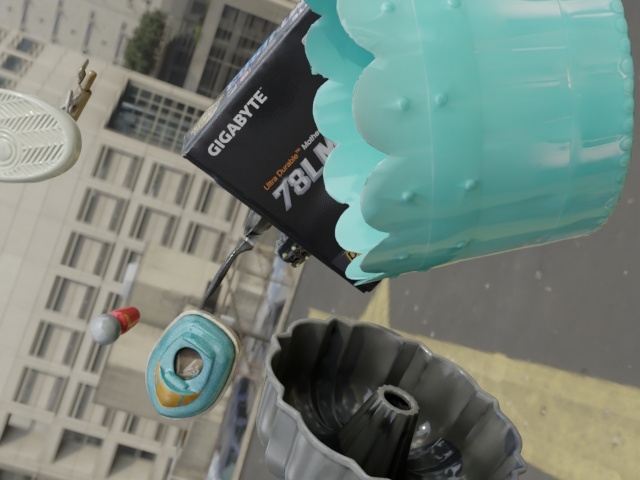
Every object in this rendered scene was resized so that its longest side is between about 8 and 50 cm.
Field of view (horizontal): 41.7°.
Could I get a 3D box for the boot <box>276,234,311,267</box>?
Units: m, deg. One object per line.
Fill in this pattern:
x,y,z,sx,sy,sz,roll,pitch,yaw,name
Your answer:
0.001,0.001,1.693,0.178,0.085,0.236,-42,25,12,boot

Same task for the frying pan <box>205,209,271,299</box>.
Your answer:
-0.120,-0.037,1.660,0.197,0.053,0.326,-38,28,62,frying pan

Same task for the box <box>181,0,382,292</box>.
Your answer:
0.043,-0.127,0.980,0.295,0.293,0.073,-46,25,15,box

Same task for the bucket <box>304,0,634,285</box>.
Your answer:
0.093,-0.108,0.627,0.281,0.183,0.281,172,90,-85,bucket

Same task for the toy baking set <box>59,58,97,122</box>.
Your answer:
-0.453,-0.227,1.508,0.256,0.030,0.197,-53,16,21,toy baking set

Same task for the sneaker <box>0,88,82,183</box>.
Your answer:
-0.474,-0.147,1.208,0.148,0.350,0.131,-6,-79,-72,sneaker

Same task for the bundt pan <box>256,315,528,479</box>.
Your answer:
0.069,0.235,0.998,0.331,0.330,0.124,-94,24,-65,bundt pan

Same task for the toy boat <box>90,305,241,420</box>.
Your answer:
-0.343,0.249,1.818,0.268,0.318,0.148,-62,-10,17,toy boat
